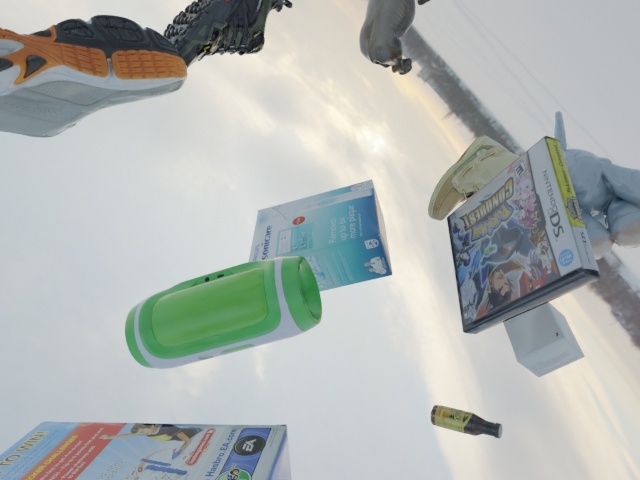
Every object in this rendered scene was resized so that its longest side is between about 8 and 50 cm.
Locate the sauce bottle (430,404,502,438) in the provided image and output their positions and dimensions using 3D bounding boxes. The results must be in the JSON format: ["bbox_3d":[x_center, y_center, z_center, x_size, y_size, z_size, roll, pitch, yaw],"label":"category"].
[{"bbox_3d":[0.271,0.338,0.889,0.042,0.128,0.042,-1,-89,-55],"label":"sauce bottle"}]

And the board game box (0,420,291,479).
[{"bbox_3d":[-0.201,0.278,0.409,0.308,0.301,0.086,-53,-40,-76],"label":"board game box"}]

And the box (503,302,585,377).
[{"bbox_3d":[0.436,0.193,0.939,0.087,0.101,0.102,35,-148,-29],"label":"box"}]

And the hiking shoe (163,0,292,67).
[{"bbox_3d":[-0.135,-0.299,0.693,0.086,0.227,0.114,46,-179,44],"label":"hiking shoe"}]

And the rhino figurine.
[{"bbox_3d":[0.116,-0.374,0.698,0.073,0.244,0.106,24,-155,30],"label":"rhino figurine"}]

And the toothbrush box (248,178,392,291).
[{"bbox_3d":[0.000,0.000,1.097,0.216,0.295,0.126,-88,-21,-50],"label":"toothbrush box"}]

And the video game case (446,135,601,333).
[{"bbox_3d":[0.322,0.001,0.820,0.035,0.275,0.249,11,-121,-19],"label":"video game case"}]

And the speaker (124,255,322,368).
[{"bbox_3d":[-0.153,0.116,0.759,0.131,0.296,0.131,-17,-90,-77],"label":"speaker"}]

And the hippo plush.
[{"bbox_3d":[0.568,-0.082,1.064,0.294,0.234,0.236,38,-173,17],"label":"hippo plush"}]

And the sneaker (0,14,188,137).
[{"bbox_3d":[-0.287,-0.177,0.548,0.262,0.121,0.099,-8,-116,-19],"label":"sneaker"}]

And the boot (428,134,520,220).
[{"bbox_3d":[0.419,-0.124,1.211,0.203,0.262,0.095,38,176,34],"label":"boot"}]
